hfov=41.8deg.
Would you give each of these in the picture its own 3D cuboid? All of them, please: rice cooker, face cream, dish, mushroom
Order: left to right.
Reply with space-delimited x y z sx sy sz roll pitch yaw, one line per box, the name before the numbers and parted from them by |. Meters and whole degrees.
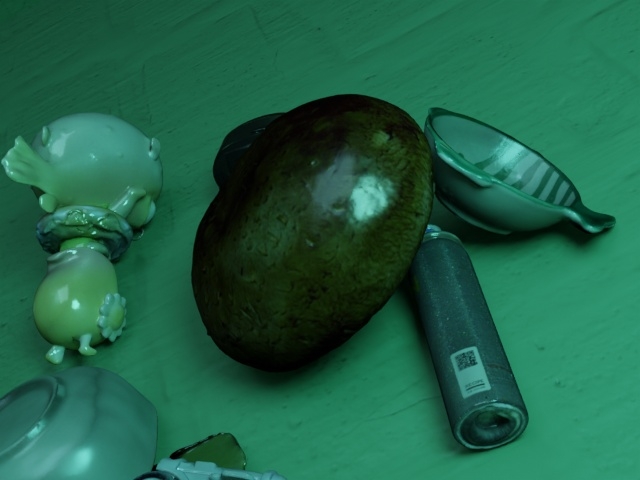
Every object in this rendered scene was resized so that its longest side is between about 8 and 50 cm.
dish | -0.310 0.236 0.932 0.256 0.117 0.256 -25 26 13
rice cooker | -0.074 -0.119 1.212 0.165 0.112 0.106 -18 34 14
mushroom | -0.021 -0.010 0.958 0.239 0.345 0.345 20 51 -1
face cream | 0.142 0.084 0.879 0.073 0.073 0.283 -22 39 11
dish | 0.205 -0.057 0.957 0.246 0.078 0.224 39 27 24

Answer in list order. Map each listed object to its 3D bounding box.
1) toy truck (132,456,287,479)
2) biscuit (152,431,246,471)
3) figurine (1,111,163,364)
toy truck | -0.100 0.359 0.671 0.178 0.176 0.363 -6 44 15
biscuit | -0.217 0.308 0.893 0.323 0.038 0.099 -30 33 0
figurine | -0.353 -0.017 1.190 0.227 0.274 0.394 -17 58 21
